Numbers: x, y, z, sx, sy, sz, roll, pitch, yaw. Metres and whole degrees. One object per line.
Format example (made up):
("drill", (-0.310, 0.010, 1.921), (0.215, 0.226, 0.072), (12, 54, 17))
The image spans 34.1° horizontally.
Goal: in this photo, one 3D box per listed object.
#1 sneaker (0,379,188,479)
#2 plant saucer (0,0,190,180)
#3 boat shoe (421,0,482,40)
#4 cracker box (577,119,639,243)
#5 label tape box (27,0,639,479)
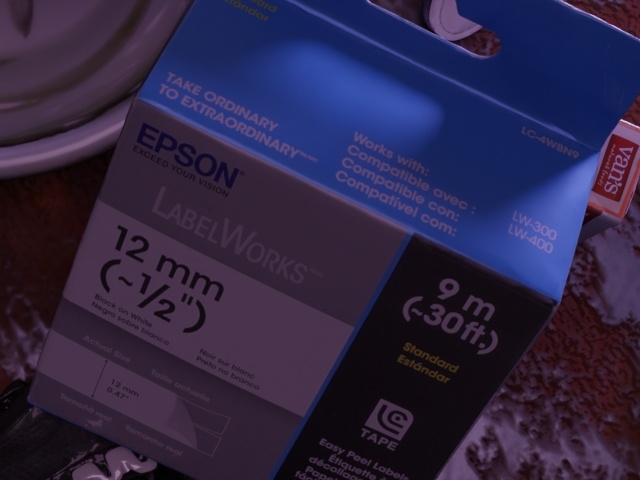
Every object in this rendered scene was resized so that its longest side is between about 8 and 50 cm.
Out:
("sneaker", (-0.207, 0.149, 0.682), (0.234, 0.078, 0.106), (-18, 64, -22))
("plant saucer", (-0.232, -0.229, 0.734), (0.400, 0.100, 0.401), (1, 81, -4))
("boat shoe", (0.127, -0.245, 0.792), (0.065, 0.075, 0.206), (25, 84, 44))
("cracker box", (0.081, -0.070, 0.702), (0.232, 0.156, 0.067), (23, 79, 0))
("label tape box", (0.000, 0.000, 0.607), (0.249, 0.115, 0.348), (26, 124, -2))
